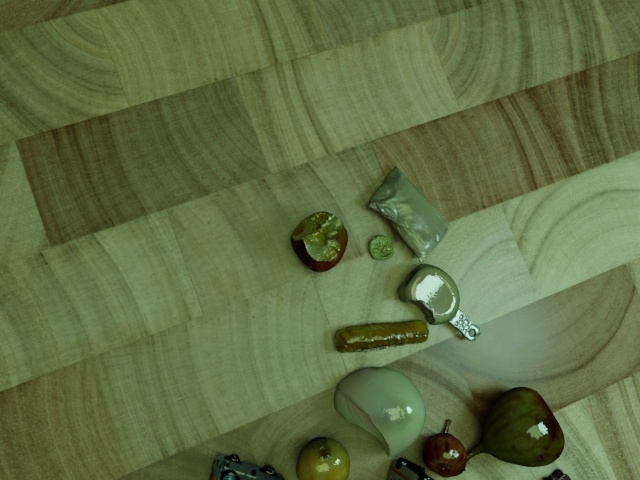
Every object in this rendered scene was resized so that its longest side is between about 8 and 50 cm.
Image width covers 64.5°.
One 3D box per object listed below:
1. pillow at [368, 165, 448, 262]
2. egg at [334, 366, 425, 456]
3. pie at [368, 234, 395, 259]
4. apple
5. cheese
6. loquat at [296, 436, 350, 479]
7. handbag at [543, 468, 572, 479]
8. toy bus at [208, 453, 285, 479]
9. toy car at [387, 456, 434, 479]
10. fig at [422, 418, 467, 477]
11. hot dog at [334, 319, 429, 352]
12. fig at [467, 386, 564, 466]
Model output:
[{"bbox_3d":[0.271,-0.082,1.569,0.270,0.067,0.173,46,73,0],"label":"pillow"},{"bbox_3d":[0.191,0.470,1.426,0.271,0.162,0.206,41,80,-2],"label":"egg"},{"bbox_3d":[0.189,0.022,1.565,0.084,0.021,0.084,1,81,-4],"label":"pie"},{"bbox_3d":[0.003,0.002,1.483,0.158,0.147,0.156,-39,56,-21],"label":"apple"},{"bbox_3d":[0.370,0.199,1.534,0.286,0.082,0.163,45,79,-1],"label":"cheese"},{"bbox_3d":[0.007,0.616,1.388,0.163,0.163,0.137,-38,52,-11],"label":"loquat"},{"bbox_3d":[0.700,0.819,1.491,0.203,0.074,0.216,-34,87,-12],"label":"handbag"},{"bbox_3d":[-0.205,0.676,1.361,0.210,0.126,0.136,20,88,-5],"label":"toy bus"},{"bbox_3d":[0.262,0.677,1.381,0.089,0.210,0.108,29,76,-15],"label":"toy car"},{"bbox_3d":[0.351,0.601,1.457,0.129,0.128,0.150,-15,56,-10],"label":"fig"},{"bbox_3d":[0.185,0.282,1.503,0.289,0.068,0.083,-6,75,-8],"label":"hot dog"},{"bbox_3d":[0.524,0.571,1.464,0.321,0.217,0.216,-31,87,11],"label":"fig"}]
